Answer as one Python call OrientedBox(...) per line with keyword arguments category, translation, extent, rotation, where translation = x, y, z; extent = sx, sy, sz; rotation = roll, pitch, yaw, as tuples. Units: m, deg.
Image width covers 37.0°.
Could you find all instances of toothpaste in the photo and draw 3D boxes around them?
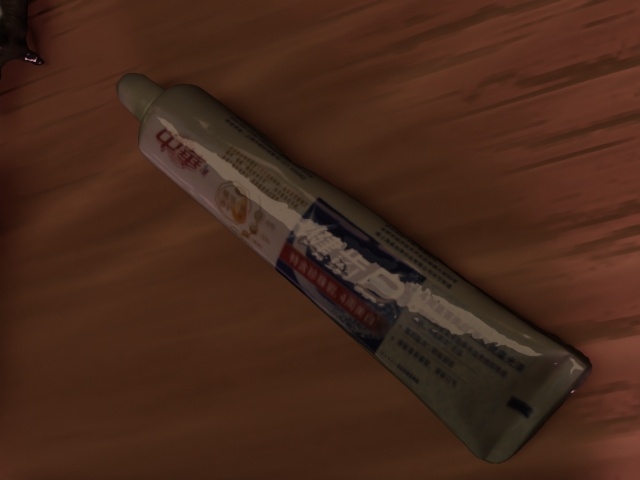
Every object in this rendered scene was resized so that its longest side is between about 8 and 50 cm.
OrientedBox(category="toothpaste", translation=(0.000, 0.000, 0.396), extent=(0.233, 0.038, 0.060), rotation=(39, 108, 15))

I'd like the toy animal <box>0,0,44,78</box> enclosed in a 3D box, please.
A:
OrientedBox(category="toy animal", translation=(-0.169, -0.124, 0.459), extent=(0.065, 0.047, 0.136), rotation=(-6, 83, 15))
